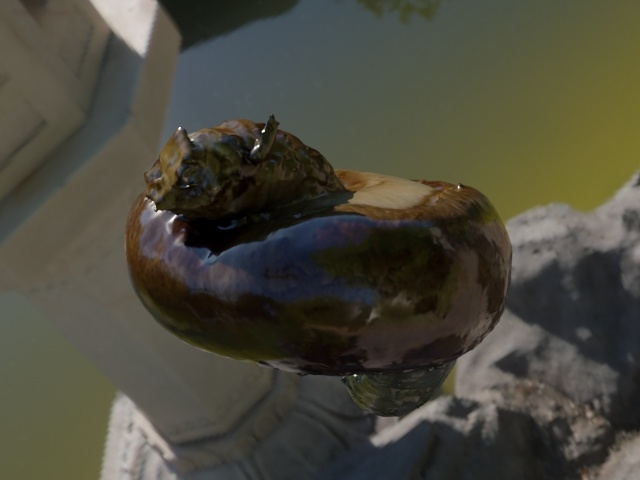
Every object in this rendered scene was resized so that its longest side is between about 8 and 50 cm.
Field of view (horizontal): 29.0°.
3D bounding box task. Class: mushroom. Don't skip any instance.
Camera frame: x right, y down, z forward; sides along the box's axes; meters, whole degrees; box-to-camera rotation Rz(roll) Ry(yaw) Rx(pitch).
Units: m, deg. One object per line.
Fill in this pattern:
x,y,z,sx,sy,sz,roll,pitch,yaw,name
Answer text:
-0.007,0.012,0.886,0.297,0.278,0.163,9,86,47,mushroom

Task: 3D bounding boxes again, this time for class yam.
0.095,0.102,1.406,0.154,0.254,0.154,-1,64,1,yam
